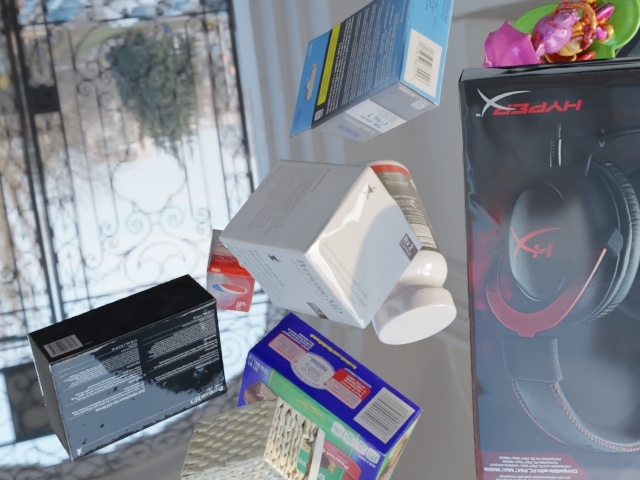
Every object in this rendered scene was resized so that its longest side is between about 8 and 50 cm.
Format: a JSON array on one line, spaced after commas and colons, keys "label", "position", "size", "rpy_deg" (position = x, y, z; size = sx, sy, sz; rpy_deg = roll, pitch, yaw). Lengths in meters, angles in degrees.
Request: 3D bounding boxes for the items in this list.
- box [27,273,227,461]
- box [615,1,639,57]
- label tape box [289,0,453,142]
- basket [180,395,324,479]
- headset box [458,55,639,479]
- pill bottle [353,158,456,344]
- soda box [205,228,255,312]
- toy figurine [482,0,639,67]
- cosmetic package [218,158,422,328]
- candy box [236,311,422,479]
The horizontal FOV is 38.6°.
[{"label": "box", "position": [-0.283, 0.186, 1.375], "size": [0.261, 0.184, 0.103], "rpy_deg": [-20, -147, -28]}, {"label": "box", "position": [0.483, -0.205, 1.308], "size": [0.183, 0.232, 0.059], "rpy_deg": [-50, -148, -8]}, {"label": "label tape box", "position": [0.094, -0.326, 1.755], "size": [0.106, 0.240, 0.334], "rpy_deg": [24, 155, -30]}, {"label": "basket", "position": [-0.095, 0.294, 1.241], "size": [0.167, 0.103, 0.113], "rpy_deg": [-23, -144, 32]}, {"label": "headset box", "position": [0.202, 0.034, 0.573], "size": [0.218, 0.293, 0.110], "rpy_deg": [-1, -166, 11]}, {"label": "pill bottle", "position": [0.148, 0.025, 1.960], "size": [0.210, 0.362, 0.210], "rpy_deg": [-14, 152, -8]}, {"label": "soda box", "position": [-0.165, 0.062, 1.697], "size": [0.092, 0.083, 0.263], "rpy_deg": [8, 161, -4]}, {"label": "toy figurine", "position": [0.235, -0.195, 0.930], "size": [0.173, 0.130, 0.159], "rpy_deg": [-41, 169, 29]}, {"label": "cosmetic package", "position": [0.000, 0.000, 1.204], "size": [0.184, 0.151, 0.151], "rpy_deg": [10, -124, 49]}, {"label": "candy box", "position": [-0.007, 0.316, 1.485], "size": [0.268, 0.317, 0.122], "rpy_deg": [35, -131, 19]}]
